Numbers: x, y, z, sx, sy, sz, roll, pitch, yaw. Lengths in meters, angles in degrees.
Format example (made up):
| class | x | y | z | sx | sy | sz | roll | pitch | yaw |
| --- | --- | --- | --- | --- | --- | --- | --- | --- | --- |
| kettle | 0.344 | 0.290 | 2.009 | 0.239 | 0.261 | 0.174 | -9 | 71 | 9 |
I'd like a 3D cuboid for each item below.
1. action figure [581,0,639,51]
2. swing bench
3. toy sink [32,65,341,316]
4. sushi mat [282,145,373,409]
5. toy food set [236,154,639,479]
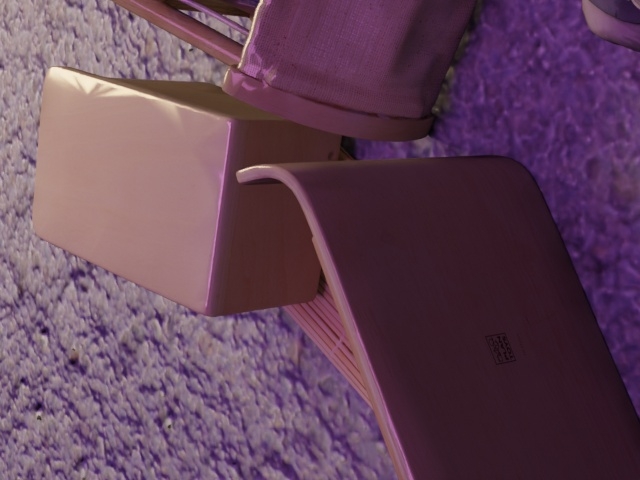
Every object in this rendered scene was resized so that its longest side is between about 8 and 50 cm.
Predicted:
| class | x | y | z | sx | sy | sz | roll | pitch | yaw |
| --- | --- | --- | --- | --- | --- | --- | --- | --- | --- |
| action figure | 0.170 | -0.106 | 0.535 | 0.179 | 0.330 | 0.341 | 17 | 100 | 19 |
| swing bench | -0.005 | -0.238 | 0.834 | 0.255 | 0.165 | 0.253 | 40 | 121 | 37 |
| toy sink | -0.112 | -0.049 | 0.961 | 0.234 | 0.131 | 0.152 | 19 | 107 | 40 |
| sushi mat | 0.000 | 0.000 | 0.955 | 0.316 | 0.019 | 0.151 | 46 | 125 | 34 |
| toy food set | 0.080 | 0.084 | 0.731 | 0.092 | 0.220 | 0.306 | -36 | 68 | 42 |
